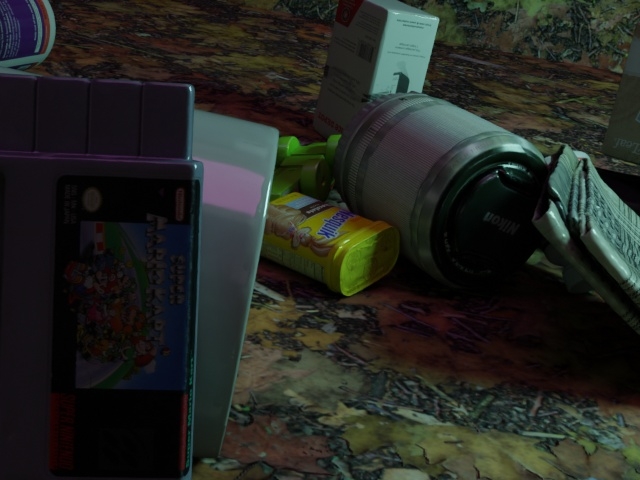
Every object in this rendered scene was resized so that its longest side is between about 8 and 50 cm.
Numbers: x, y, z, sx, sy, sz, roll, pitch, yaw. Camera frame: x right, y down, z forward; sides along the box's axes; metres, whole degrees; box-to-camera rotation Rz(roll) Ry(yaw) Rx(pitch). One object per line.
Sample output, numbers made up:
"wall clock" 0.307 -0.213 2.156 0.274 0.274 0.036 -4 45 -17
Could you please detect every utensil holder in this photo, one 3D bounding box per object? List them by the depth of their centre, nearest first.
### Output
"utensil holder" -0.250 0.009 0.994 0.385 0.328 0.327 10 20 -5

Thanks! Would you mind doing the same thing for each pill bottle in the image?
"pill bottle" 0.355 -0.024 1.568 0.108 0.108 0.180 -3 65 -32
"pill bottle" -0.649 -0.387 2.066 0.181 0.181 0.323 17 21 19

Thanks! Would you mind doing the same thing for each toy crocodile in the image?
"toy crocodile" -0.027 -0.090 1.695 0.115 0.105 0.340 -1 19 18

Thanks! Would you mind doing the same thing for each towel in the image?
"towel" 0.394 0.026 1.385 0.324 0.056 0.312 45 26 -4

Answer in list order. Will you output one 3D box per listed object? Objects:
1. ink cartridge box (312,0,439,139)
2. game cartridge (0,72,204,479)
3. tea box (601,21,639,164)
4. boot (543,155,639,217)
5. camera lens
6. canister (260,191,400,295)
"ink cartridge box" 0.096 -0.305 2.071 0.114 0.273 0.197 3 21 -27
"game cartridge" -0.204 0.058 0.814 0.230 0.355 0.068 2 3 -2
"tea box" 0.673 -0.179 1.704 0.323 0.220 0.329 4 13 -38
"boot" 0.485 -0.031 1.687 0.445 0.146 0.367 14 10 1
"camera lens" 0.168 -0.073 1.555 0.219 0.219 0.274 -3 23 -31
"canister" 0.000 0.000 1.478 0.170 0.073 0.126 22 34 35
